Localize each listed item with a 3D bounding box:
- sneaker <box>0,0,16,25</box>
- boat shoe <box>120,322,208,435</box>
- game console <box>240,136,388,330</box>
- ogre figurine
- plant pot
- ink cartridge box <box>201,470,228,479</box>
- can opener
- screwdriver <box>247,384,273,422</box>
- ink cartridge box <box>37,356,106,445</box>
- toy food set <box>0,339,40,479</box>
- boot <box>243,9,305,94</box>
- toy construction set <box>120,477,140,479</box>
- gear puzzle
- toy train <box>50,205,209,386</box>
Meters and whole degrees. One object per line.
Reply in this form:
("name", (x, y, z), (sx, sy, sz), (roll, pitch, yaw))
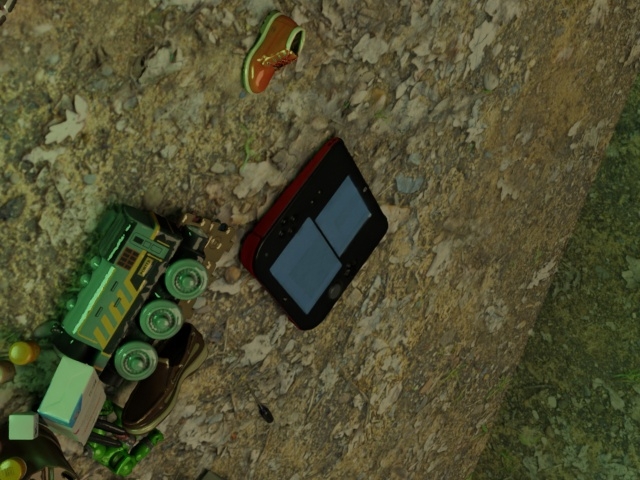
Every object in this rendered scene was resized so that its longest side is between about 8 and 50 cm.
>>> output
("sneaker", (-0.514, -0.300, 1.263), (0.281, 0.106, 0.162), (-51, 143, -8))
("boat shoe", (-0.318, 0.262, 1.957), (0.257, 0.095, 0.095), (-58, 147, -42))
("game console", (0.000, 0.000, 2.197), (0.342, 0.060, 0.386), (-50, 146, -11))
("ogre figurine", (-0.402, 0.398, 1.980), (0.118, 0.097, 0.197), (-61, 159, -16))
("plant pot", (-0.507, 0.426, 1.749), (0.167, 0.165, 0.167), (-9, 107, -33))
("ink cartridge box", (-0.271, 0.645, 2.356), (0.175, 0.072, 0.127), (-52, 152, -9))
("can opener", (-0.447, 0.342, 1.843), (0.186, 0.073, 0.059), (32, 74, -23))
("screwdriver", (-0.148, 0.385, 2.366), (0.024, 0.025, 0.170), (-44, 136, -18))
("ink cartridge box", (-0.432, 0.285, 1.744), (0.181, 0.061, 0.104), (100, 10, -65))
("toy food set", (-0.528, 0.285, 1.679), (0.104, 0.111, 0.232), (129, -40, -86))
("boot", (-0.083, -0.329, 1.802), (0.059, 0.084, 0.158), (2, 116, -54))
("toy construction set", (-0.330, 0.632, 2.159), (0.328, 0.151, 0.215), (27, 137, -29))
("gear puzzle", (-0.298, 0.096, 1.919), (0.175, 0.044, 0.339), (19, 104, -56))
("toy train", (-0.336, 0.098, 1.764), (0.190, 0.142, 0.334), (29, 99, -22))
